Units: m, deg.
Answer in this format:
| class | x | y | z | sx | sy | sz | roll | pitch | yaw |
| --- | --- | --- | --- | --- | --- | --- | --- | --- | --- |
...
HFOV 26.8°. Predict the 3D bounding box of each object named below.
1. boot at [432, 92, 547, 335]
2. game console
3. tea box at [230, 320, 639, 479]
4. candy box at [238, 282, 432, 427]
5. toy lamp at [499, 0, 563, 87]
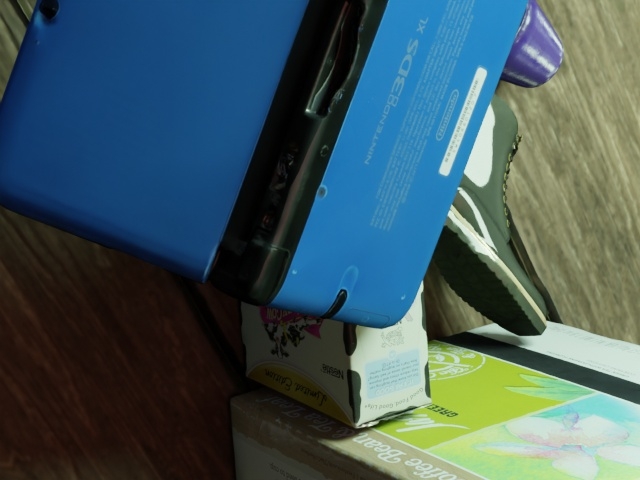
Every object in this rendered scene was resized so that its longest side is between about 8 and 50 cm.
| class | x | y | z | sx | sy | sz | roll | pitch | yaw |
| --- | --- | --- | --- | --- | --- | --- | --- | --- | --- |
| boot | 0.146 | -0.031 | 1.101 | 0.198 | 0.077 | 0.137 | 49 | 65 | -17 |
| game console | -0.024 | -0.117 | 0.831 | 0.250 | 0.173 | 0.293 | 16 | 97 | -54 |
| tea box | 0.154 | 0.218 | 1.008 | 0.323 | 0.329 | 0.220 | -13 | 105 | -33 |
| candy box | 0.000 | 0.000 | 0.969 | 0.071 | 0.159 | 0.233 | -14 | 105 | -30 |
| toy lamp | 0.087 | -0.205 | 1.047 | 0.274 | 0.080 | 0.080 | 31 | 80 | -32 |
